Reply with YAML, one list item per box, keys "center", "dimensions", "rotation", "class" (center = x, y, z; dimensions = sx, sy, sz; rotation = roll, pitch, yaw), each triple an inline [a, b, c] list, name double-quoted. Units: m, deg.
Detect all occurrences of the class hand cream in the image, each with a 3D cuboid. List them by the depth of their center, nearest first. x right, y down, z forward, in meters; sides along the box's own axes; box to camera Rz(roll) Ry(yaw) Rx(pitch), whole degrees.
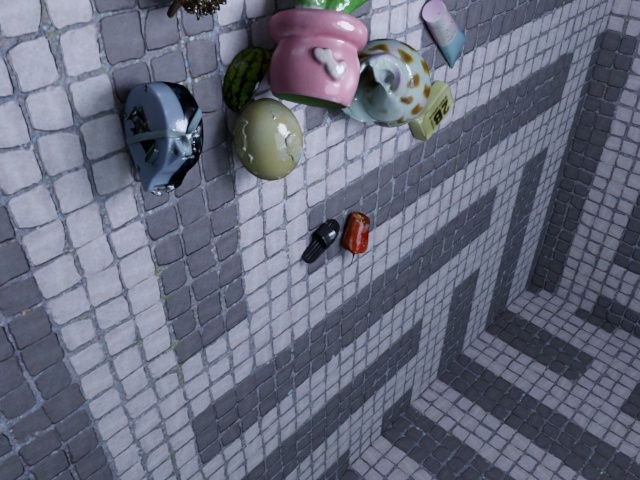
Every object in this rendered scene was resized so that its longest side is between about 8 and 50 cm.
- center: [0.389, -0.639, 1.818]
  dimensions: [0.111, 0.070, 0.312]
  rotation: [-64, 155, 4]
  class: "hand cream"

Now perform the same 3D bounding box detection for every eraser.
- center: [0.364, -0.423, 1.941]
  dimensions: [0.172, 0.058, 0.117]
  rotation: [-52, 146, -10]
  class: "eraser"

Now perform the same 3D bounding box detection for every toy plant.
- center: [0.023, -0.462, 1.263]
  dimensions: [0.316, 0.210, 0.357]
  rotation: [6, 89, -17]
  class: "toy plant"

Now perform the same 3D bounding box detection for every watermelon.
- center: [-0.152, -0.353, 1.295]
  dimensions: [0.087, 0.069, 0.163]
  rotation: [19, 101, -56]
  class: "watermelon"

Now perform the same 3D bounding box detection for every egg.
- center: [-0.118, -0.231, 1.357]
  dimensions: [0.164, 0.164, 0.202]
  rotation: [-40, 146, -27]
  class: "egg"

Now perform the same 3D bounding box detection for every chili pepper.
- center: [0.113, 0.003, 1.922]
  dimensions: [0.086, 0.084, 0.192]
  rotation: [5, 113, -19]
  class: "chili pepper"

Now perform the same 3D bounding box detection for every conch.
- center: [0.168, -0.406, 1.574]
  dimensions: [0.249, 0.197, 0.368]
  rotation: [-21, 150, 8]
  class: "conch"

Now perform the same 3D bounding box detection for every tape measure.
- center: [-0.300, -0.205, 1.115]
  dimensions: [0.107, 0.181, 0.182]
  rotation: [-18, 165, -41]
  class: "tape measure"

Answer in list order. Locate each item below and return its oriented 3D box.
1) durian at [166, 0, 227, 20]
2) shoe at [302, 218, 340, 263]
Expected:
- center: [-0.222, -0.474, 1.029]
  dimensions: [0.196, 0.167, 0.196]
  rotation: [-28, 149, -19]
  class: "durian"
- center: [0.000, 0.000, 1.782]
  dimensions: [0.159, 0.062, 0.053]
  rotation: [-52, 159, -3]
  class: "shoe"
